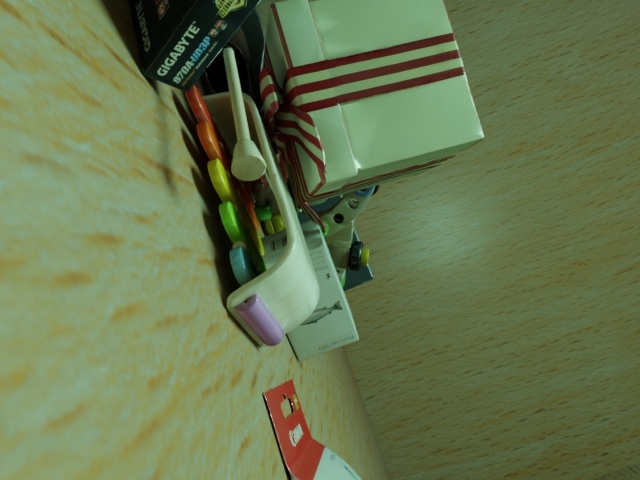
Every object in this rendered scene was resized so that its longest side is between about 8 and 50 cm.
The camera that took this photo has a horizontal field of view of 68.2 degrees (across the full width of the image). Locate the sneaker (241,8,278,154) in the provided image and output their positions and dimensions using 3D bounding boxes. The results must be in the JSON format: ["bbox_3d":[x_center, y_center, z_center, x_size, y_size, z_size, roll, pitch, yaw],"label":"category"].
[{"bbox_3d":[-0.138,-0.269,0.830,0.145,0.090,0.270,-170,-115,-72],"label":"sneaker"}]

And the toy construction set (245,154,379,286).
[{"bbox_3d":[-0.023,-0.038,0.955,0.309,0.257,0.238,-129,-145,-66],"label":"toy construction set"}]

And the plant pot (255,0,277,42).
[{"bbox_3d":[-0.235,-0.695,1.419,0.263,0.262,0.229,-109,-162,-45],"label":"plant pot"}]

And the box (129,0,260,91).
[{"bbox_3d":[-0.118,-0.282,0.446,0.051,0.175,0.220,13,50,-47],"label":"box"}]

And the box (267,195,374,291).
[{"bbox_3d":[0.000,0.000,1.254,0.294,0.182,0.297,74,-6,-83],"label":"box"}]

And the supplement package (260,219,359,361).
[{"bbox_3d":[-0.020,0.077,0.742,0.105,0.105,0.179,-109,179,-64],"label":"supplement package"}]

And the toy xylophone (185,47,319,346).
[{"bbox_3d":[-0.083,-0.061,0.525,0.236,0.081,0.323,70,1,-47],"label":"toy xylophone"}]

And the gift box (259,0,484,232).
[{"bbox_3d":[0.047,-0.171,0.663,0.255,0.258,0.277,133,-58,-78],"label":"gift box"}]

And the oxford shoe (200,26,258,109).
[{"bbox_3d":[-0.142,-0.278,0.680,0.098,0.096,0.272,126,-54,-71],"label":"oxford shoe"}]

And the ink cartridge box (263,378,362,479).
[{"bbox_3d":[0.013,0.256,0.502,0.181,0.056,0.225,69,3,-77],"label":"ink cartridge box"}]
